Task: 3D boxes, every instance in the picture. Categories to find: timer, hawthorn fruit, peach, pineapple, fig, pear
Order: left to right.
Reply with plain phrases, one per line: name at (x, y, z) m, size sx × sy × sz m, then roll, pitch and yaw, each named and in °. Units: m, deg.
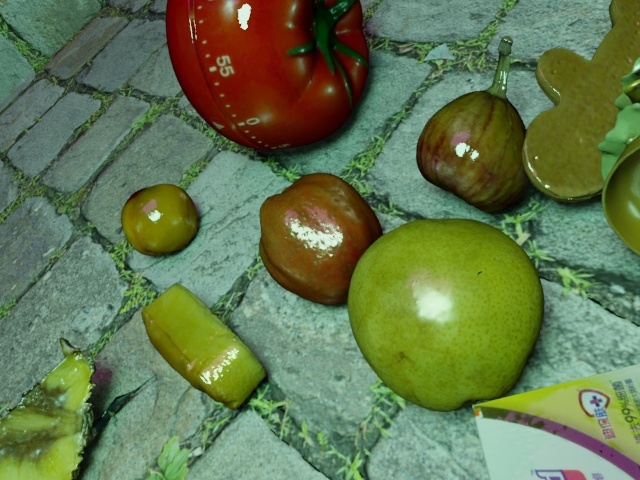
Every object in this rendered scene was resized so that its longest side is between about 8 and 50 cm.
pineapple at (-0.420, 0.306, 0.867) m, size 0.335 × 0.158 × 0.161 m, roll -57°, pitch 8°, yaw -24°
peach at (-0.298, -0.035, 1.050) m, size 0.138 × 0.138 × 0.138 m, roll -17°, pitch 48°, yaw 20°
timer at (-0.088, -0.346, 0.985) m, size 0.279 × 0.378 × 0.378 m, roll 1°, pitch 56°, yaw 30°
hawthorn fruit at (0.000, 0.000, 0.799) m, size 0.189 × 0.189 × 0.189 m, roll -17°, pitch 48°, yaw 20°
pear at (0.135, 0.081, 0.622) m, size 0.208 × 0.209 × 0.209 m, roll -17°, pitch 48°, yaw 20°
fig at (0.210, -0.136, 0.783) m, size 0.149 × 0.148 × 0.202 m, roll -8°, pitch 60°, yaw 38°

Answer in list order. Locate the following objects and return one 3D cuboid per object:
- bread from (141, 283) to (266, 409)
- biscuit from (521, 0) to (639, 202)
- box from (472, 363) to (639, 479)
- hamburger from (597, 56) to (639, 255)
bread at (-0.178, 0.154, 0.840) m, size 0.094 × 0.102 × 0.245 m, roll -44°, pitch 45°, yaw -16°
biscuit at (0.376, -0.178, 0.732) m, size 0.216 × 0.047 × 0.340 m, roll 37°, pitch 76°, yaw 13°
box at (0.246, 0.258, 0.482) m, size 0.168 × 0.097 × 0.265 m, roll -18°, pitch 47°, yaw 18°
hamburger at (0.420, -0.099, 0.543) m, size 0.274 × 0.274 × 0.212 m, roll 12°, pitch 59°, yaw 39°
